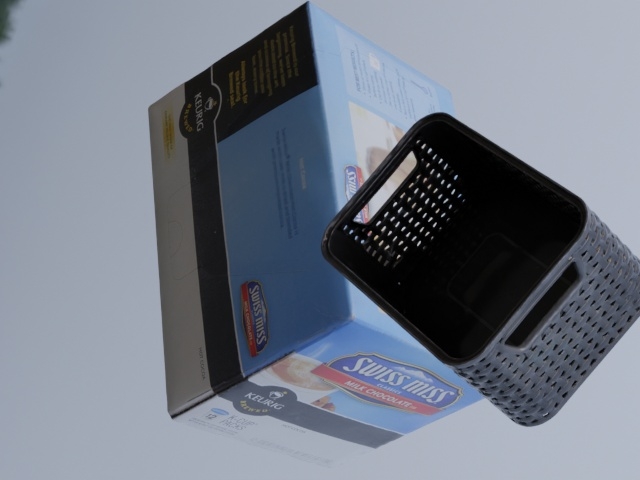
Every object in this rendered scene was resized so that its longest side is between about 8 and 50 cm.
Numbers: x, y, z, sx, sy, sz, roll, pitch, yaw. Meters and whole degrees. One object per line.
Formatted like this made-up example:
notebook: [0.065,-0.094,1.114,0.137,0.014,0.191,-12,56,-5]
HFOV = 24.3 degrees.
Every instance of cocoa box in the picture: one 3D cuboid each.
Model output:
cocoa box: [0.000,0.000,1.403,0.228,0.231,0.347,-29,-127,32]

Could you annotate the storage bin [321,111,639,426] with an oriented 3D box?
storage bin: [0.098,0.014,0.909,0.122,0.084,0.180,-50,-142,1]
